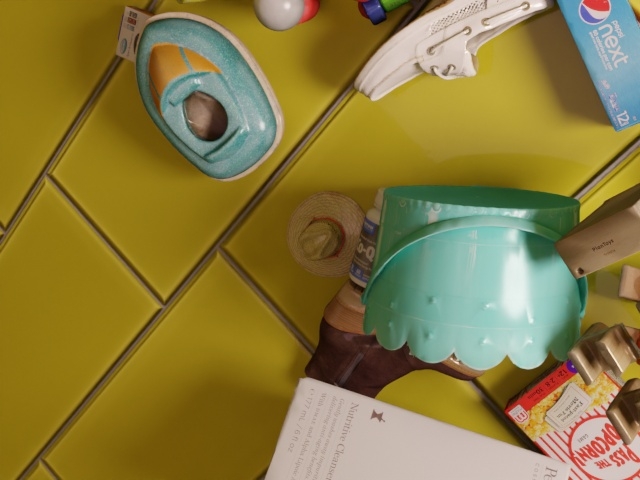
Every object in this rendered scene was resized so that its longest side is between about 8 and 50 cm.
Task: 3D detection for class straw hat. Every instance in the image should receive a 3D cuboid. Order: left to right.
[{"bbox_3d":[0.000,0.000,1.126,0.144,0.061,0.144,6,105,24],"label":"straw hat"}]

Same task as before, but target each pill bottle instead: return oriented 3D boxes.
[{"bbox_3d":[0.094,-0.001,1.072,0.078,0.078,0.137,21,108,19],"label":"pill bottle"}]

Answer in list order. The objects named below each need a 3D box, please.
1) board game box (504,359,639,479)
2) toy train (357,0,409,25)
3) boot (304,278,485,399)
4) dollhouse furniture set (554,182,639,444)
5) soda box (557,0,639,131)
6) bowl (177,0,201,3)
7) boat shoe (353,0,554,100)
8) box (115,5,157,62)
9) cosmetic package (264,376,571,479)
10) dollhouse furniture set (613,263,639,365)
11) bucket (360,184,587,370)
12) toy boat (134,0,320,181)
[{"bbox_3d":[0.375,0.256,1.028,0.193,0.045,0.147,45,117,8],"label":"board game box"},{"bbox_3d":[0.071,-0.424,0.976,0.143,0.105,0.248,-25,86,12],"label":"toy train"},{"bbox_3d":[0.106,0.184,1.129,0.248,0.090,0.207,29,126,13],"label":"boot"},{"bbox_3d":[0.382,0.061,0.791,0.212,0.161,0.242,-34,86,46],"label":"dollhouse furniture set"},{"bbox_3d":[0.349,-0.242,0.902,0.071,0.067,0.210,-24,93,27],"label":"soda box"},{"bbox_3d":[-0.116,-0.462,0.992,0.156,0.289,0.289,-4,106,-19],"label":"bowl"},{"bbox_3d":[0.168,-0.251,0.965,0.277,0.098,0.096,-33,87,26],"label":"boat shoe"},{"bbox_3d":[-0.270,-0.316,1.189,0.136,0.028,0.081,24,112,15],"label":"box"},{"bbox_3d":[0.126,0.359,1.042,0.385,0.156,0.217,13,67,17],"label":"cosmetic package"},{"bbox_3d":[0.465,0.044,0.830,0.262,0.135,0.259,4,82,51],"label":"dollhouse furniture set"},{"bbox_3d":[0.193,0.032,0.937,0.281,0.281,0.183,6,101,23],"label":"bucket"},{"bbox_3d":[-0.132,-0.249,1.066,0.318,0.148,0.267,-40,93,25],"label":"toy boat"}]
